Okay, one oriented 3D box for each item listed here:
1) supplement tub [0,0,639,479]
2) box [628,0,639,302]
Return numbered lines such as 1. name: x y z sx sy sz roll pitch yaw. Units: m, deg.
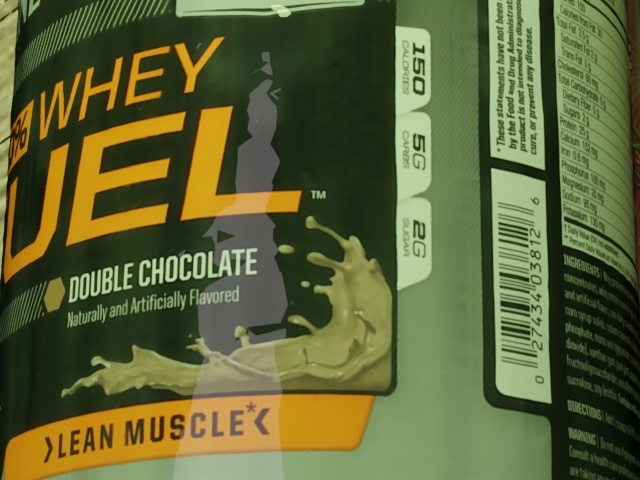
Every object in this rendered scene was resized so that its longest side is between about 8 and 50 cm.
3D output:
1. supplement tub: 0.000 0.000 0.636 0.207 0.207 0.338 -9 69 25
2. box: 0.074 -0.084 0.844 0.142 0.154 0.300 -9 68 26
